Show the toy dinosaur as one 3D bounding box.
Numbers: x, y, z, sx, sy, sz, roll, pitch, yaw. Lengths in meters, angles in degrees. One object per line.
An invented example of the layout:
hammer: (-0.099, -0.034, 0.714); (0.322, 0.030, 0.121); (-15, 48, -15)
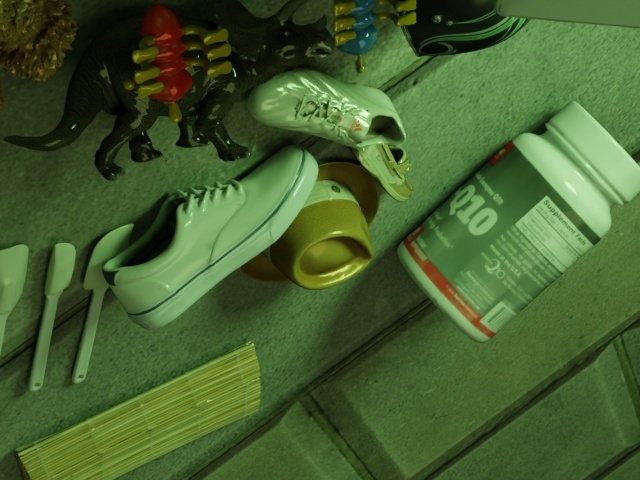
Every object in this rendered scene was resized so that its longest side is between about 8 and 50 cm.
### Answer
toy dinosaur: (-0.147, -0.148, 1.429); (0.313, 0.121, 0.160); (-10, 109, -21)

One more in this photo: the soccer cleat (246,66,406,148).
soccer cleat: (0.011, -0.133, 1.606); (0.196, 0.076, 0.068); (2, 131, -44)

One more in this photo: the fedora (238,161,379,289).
fedora: (0.000, 0.000, 1.756); (0.194, 0.079, 0.194); (-25, 145, -19)

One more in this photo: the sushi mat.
sushi mat: (-0.213, 0.227, 1.888); (0.316, 0.019, 0.151); (-24, 143, -20)

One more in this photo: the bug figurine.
bug figurine: (-0.049, -0.222, 1.331); (0.279, 0.072, 0.216); (-17, 125, -26)

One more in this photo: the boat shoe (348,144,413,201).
boat shoe: (0.078, -0.086, 1.749); (0.045, 0.050, 0.135); (-37, 147, 9)

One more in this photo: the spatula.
spatula: (-0.293, 0.084, 1.647); (0.168, 0.019, 0.242); (-17, 143, -37)

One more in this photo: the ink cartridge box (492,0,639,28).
ink cartridge box: (0.265, -0.347, 1.235); (0.279, 0.385, 0.160); (3, 139, -7)

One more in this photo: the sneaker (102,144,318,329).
sneaker: (-0.113, -0.019, 1.621); (0.258, 0.094, 0.091); (-44, 123, -10)

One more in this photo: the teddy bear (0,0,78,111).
teddy bear: (-0.301, -0.197, 1.210); (0.245, 0.113, 0.338); (-28, 146, -18)

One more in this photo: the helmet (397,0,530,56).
helmet: (0.141, -0.263, 1.494); (0.161, 0.169, 0.169); (-23, 148, 7)

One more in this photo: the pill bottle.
pill bottle: (0.244, -0.026, 1.878); (0.283, 0.161, 0.161); (-43, 146, 8)
